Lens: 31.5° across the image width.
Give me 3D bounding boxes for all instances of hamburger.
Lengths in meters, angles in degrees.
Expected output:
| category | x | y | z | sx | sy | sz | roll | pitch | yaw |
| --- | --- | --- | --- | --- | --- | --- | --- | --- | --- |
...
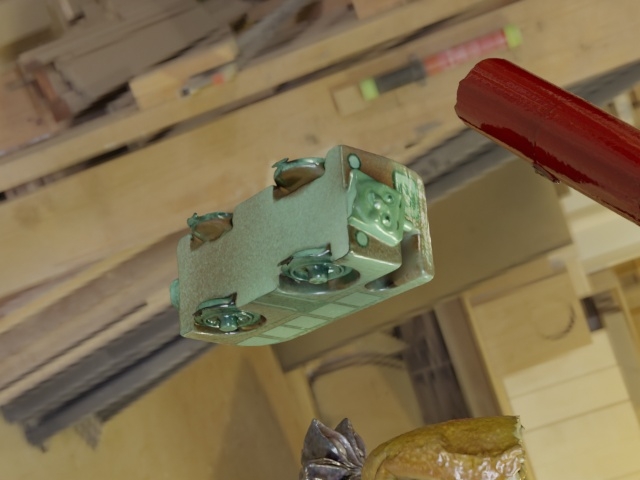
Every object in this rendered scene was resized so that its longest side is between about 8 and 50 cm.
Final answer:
| category | x | y | z | sx | sy | sz | roll | pitch | yaw |
| --- | --- | --- | --- | --- | --- | --- | --- | --- | --- |
| hamburger | 0.111 | 0.231 | 0.967 | 0.283 | 0.156 | 0.144 | 52 | 26 | -75 |

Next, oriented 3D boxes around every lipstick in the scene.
| category | x | y | z | sx | sy | sz | roll | pitch | yaw |
| --- | --- | --- | --- | --- | --- | --- | --- | --- | --- |
| lipstick | 0.205 | -0.081 | 0.921 | 0.280 | 0.073 | 0.073 | 45 | -17 | 57 |

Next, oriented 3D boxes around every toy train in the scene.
| category | x | y | z | sx | sy | sz | roll | pitch | yaw |
| --- | --- | --- | --- | --- | --- | --- | --- | --- | --- |
| toy train | -0.028 | 0.016 | 1.157 | 0.159 | 0.326 | 0.129 | 16 | 61 | -37 |

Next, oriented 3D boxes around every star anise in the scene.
| category | x | y | z | sx | sy | sz | roll | pitch | yaw |
| --- | --- | --- | --- | --- | --- | --- | --- | --- | --- |
| star anise | 0.047 | 0.385 | 1.744 | 0.236 | 0.109 | 0.223 | 42 | 18 | -16 |
